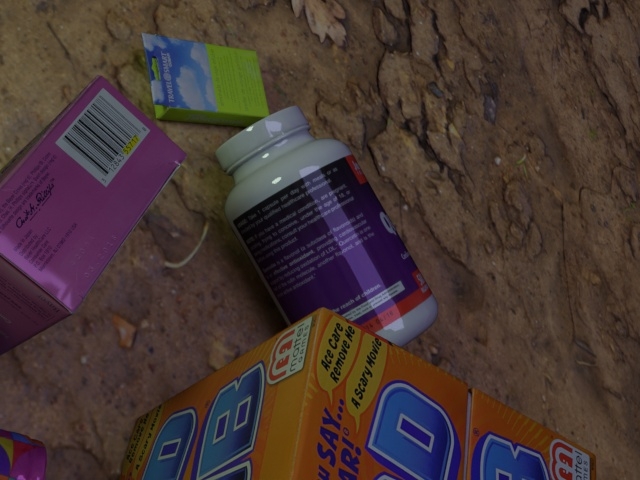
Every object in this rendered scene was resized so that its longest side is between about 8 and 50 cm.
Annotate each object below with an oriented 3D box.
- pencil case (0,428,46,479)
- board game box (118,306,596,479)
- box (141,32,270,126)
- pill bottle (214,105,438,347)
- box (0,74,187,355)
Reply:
[{"bbox_3d":[-0.372,0.203,0.838,0.236,0.104,0.104,23,57,-27],"label":"pencil case"},{"bbox_3d":[0.010,0.345,0.877,0.356,0.356,0.356,30,49,-24],"label":"board game box"},{"bbox_3d":[-0.158,-0.211,1.229,0.178,0.042,0.109,0,69,-38],"label":"box"},{"bbox_3d":[0.000,0.000,1.163,0.181,0.181,0.323,-29,90,-42],"label":"pill bottle"},{"bbox_3d":[-0.280,-0.012,0.904,0.117,0.243,0.213,43,50,-18],"label":"box"}]
